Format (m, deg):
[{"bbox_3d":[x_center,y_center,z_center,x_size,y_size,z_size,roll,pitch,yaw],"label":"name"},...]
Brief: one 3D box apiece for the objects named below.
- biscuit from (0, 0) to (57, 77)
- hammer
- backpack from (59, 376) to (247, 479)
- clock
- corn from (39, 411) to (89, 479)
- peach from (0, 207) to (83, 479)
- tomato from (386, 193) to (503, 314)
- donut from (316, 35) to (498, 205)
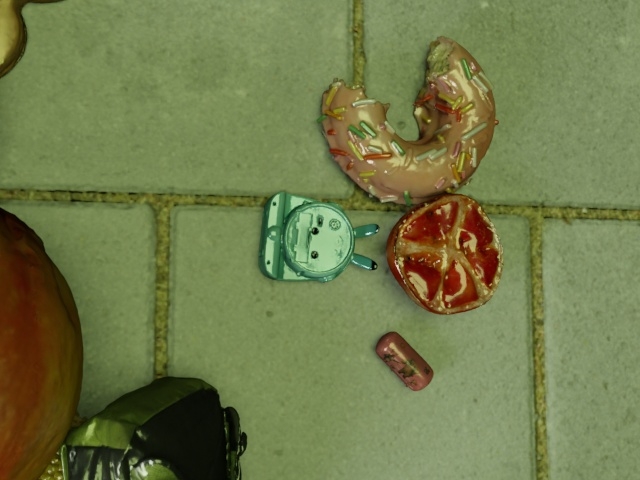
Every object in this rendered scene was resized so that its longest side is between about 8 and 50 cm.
[{"bbox_3d":[-0.389,-0.346,0.852,0.216,0.047,0.339,11,81,-12],"label":"biscuit"},{"bbox_3d":[0.105,0.152,0.931,0.083,0.043,0.043,47,76,-8],"label":"hammer"},{"bbox_3d":[-0.160,0.276,0.771,0.140,0.207,0.253,-6,96,20],"label":"backpack"},{"bbox_3d":[0.000,0.000,0.917,0.147,0.045,0.108,6,84,-14],"label":"clock"},{"bbox_3d":[-0.310,0.320,0.781,0.106,0.106,0.293,26,75,-11],"label":"corn"},{"bbox_3d":[-0.379,0.126,0.673,0.290,0.373,0.372,31,77,-27],"label":"peach"},{"bbox_3d":[0.152,0.021,0.941,0.156,0.069,0.155,2,84,-18],"label":"tomato"},{"bbox_3d":[0.125,-0.145,0.944,0.233,0.085,0.199,-27,92,-14],"label":"donut"}]
